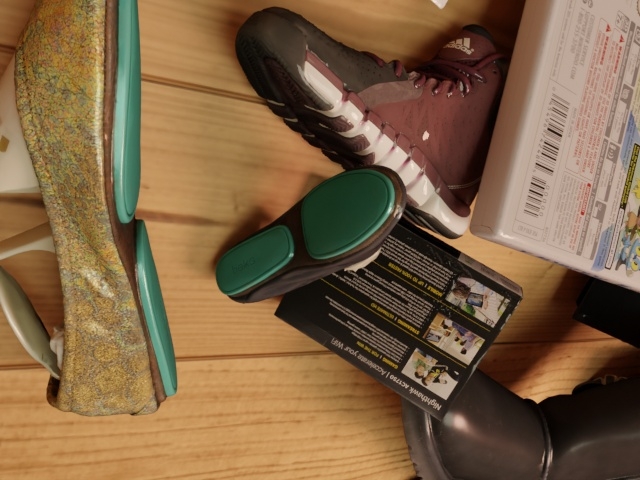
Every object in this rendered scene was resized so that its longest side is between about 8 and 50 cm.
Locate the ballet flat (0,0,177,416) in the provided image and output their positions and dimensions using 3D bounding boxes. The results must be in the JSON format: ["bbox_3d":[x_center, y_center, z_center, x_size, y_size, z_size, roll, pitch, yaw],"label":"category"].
[{"bbox_3d":[-0.164,-0.018,0.411,0.123,0.123,0.349,-13,124,-24],"label":"ballet flat"}]

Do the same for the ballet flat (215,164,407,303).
[{"bbox_3d":[0.000,0.000,0.497,0.074,0.074,0.203,24,142,-39],"label":"ballet flat"}]

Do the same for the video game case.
[{"bbox_3d":[0.282,-0.129,0.574,0.299,0.036,0.329,16,87,-34],"label":"video game case"}]

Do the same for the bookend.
[{"bbox_3d":[0.417,0.079,0.829,0.072,0.156,0.157,-69,171,20],"label":"bookend"}]

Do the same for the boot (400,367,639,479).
[{"bbox_3d":[0.335,0.185,0.675,0.444,0.146,0.367,-12,144,18],"label":"boot"}]

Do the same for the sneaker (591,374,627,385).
[{"bbox_3d":[0.422,0.374,0.991,0.147,0.130,0.330,30,100,-37],"label":"sneaker"}]

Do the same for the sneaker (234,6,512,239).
[{"bbox_3d":[0.066,-0.128,0.498,0.281,0.106,0.163,36,86,-46],"label":"sneaker"}]

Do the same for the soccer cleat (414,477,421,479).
[{"bbox_3d":[0.106,0.407,0.820,0.289,0.121,0.094,-15,124,-29],"label":"soccer cleat"}]

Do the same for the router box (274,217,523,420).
[{"bbox_3d":[0.066,0.054,0.555,0.133,0.178,0.046,-61,170,14],"label":"router box"}]

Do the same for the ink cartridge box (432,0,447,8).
[{"bbox_3d":[0.072,-0.220,0.476,0.083,0.028,0.048,23,105,-38],"label":"ink cartridge box"}]
